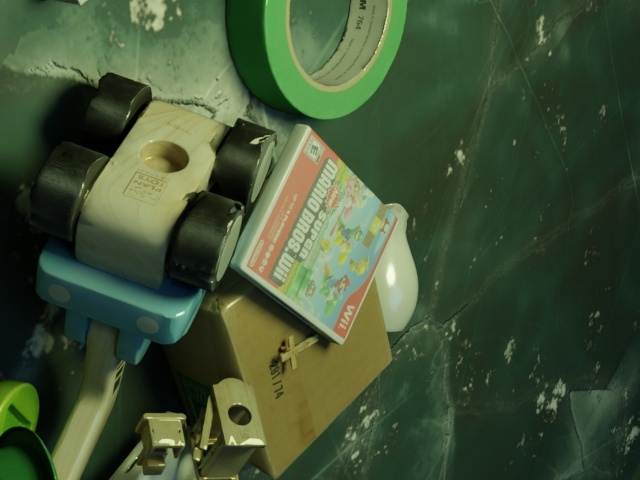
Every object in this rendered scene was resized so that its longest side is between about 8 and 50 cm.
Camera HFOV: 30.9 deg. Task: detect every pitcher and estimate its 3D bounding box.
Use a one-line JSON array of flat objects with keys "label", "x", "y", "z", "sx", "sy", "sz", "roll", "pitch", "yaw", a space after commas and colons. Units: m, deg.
[{"label": "pitcher", "x": 0.108, "y": 0.043, "z": 1.920, "sx": 0.178, "sy": 0.126, "sz": 0.207, "roll": 1, "pitch": 92, "yaw": -67}]

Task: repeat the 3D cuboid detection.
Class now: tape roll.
[{"label": "tape roll", "x": 0.002, "y": -0.337, "z": 1.664, "sx": 0.321, "sy": 0.077, "sz": 0.321, "roll": -22, "pitch": 119, "yaw": -46}]

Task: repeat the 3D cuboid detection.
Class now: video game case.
[{"label": "video game case", "x": 0.000, "y": 0.000, "z": 1.544, "sx": 0.285, "sy": 0.025, "sz": 0.204, "roll": 42, "pitch": 69, "yaw": -53}]

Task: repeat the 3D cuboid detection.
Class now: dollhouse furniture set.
[{"label": "dollhouse furniture set", "x": -0.186, "y": 0.272, "z": 1.526, "sx": 0.161, "sy": 0.101, "sz": 0.182, "roll": 5, "pitch": 138, "yaw": -27}]

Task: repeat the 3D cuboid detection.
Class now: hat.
[{"label": "hat", "x": -0.391, "y": 0.283, "z": 1.218, "sx": 0.184, "sy": 0.173, "sz": 0.208, "roll": 1, "pitch": 106, "yaw": -42}]

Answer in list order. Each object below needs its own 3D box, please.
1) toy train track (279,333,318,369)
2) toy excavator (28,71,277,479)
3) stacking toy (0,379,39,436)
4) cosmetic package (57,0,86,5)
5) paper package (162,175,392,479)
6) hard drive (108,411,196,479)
[{"label": "toy train track", "x": -0.032, "y": 0.146, "z": 1.585, "sx": 0.083, "sy": 0.014, "sz": 0.048, "roll": -26, "pitch": 116, "yaw": -49}, {"label": "toy excavator", "x": -0.239, "y": 0.094, "z": 1.399, "sx": 0.433, "sy": 0.222, "sz": 0.445, "roll": -68, "pitch": 176, "yaw": -47}, {"label": "stacking toy", "x": -0.460, "y": 0.283, "z": 1.337, "sx": 0.279, "sy": 0.130, "sz": 0.308, "roll": -23, "pitch": 128, "yaw": -76}, {"label": "cosmetic package", "x": -0.294, "y": -0.391, "z": 1.282, "sx": 0.099, "sy": 0.060, "sz": 0.239, "roll": -44, "pitch": 134, "yaw": -31}, {"label": "paper package", "x": -0.068, "y": 0.118, "z": 1.674, "sx": 0.309, "sy": 0.168, "sz": 0.324, "roll": -41, "pitch": 133, "yaw": -33}, {"label": "hard drive", "x": -0.212, "y": 0.417, "z": 1.591, "sx": 0.203, "sy": 0.040, "sz": 0.307, "roll": -52, "pitch": 139, "yaw": -45}]
